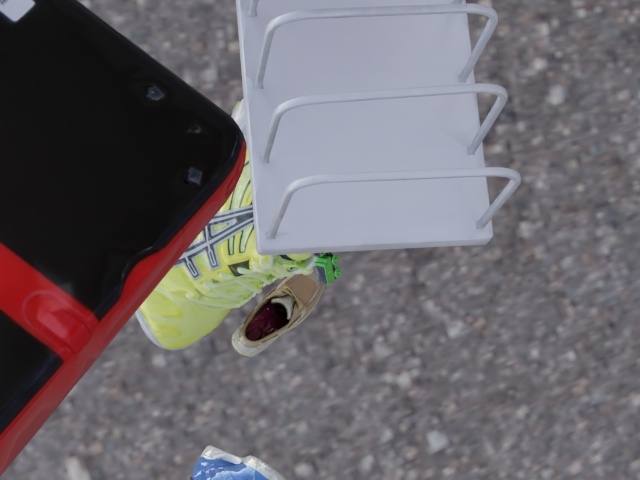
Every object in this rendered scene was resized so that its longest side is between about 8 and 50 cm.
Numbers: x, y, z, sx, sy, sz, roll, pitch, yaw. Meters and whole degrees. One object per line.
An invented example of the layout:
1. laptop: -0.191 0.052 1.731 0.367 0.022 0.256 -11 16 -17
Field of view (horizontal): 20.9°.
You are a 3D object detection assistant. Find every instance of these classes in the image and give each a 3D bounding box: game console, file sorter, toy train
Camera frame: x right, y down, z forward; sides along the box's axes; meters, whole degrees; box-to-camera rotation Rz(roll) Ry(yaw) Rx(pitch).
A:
1. game console: -0.274 -0.046 0.854 0.386 0.342 0.060 37 148 1
2. file sorter: 0.042 -0.147 1.364 0.173 0.193 0.277 118 148 -73
3. toy train: 0.000 0.000 1.494 0.017 0.024 0.083 9 122 38

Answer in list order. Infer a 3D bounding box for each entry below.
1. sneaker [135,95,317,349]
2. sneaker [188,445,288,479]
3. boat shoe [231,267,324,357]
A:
1. sneaker: -0.083 -0.005 1.796 0.384 0.145 0.147 -55 44 36
2. sneaker: -0.106 0.297 2.052 0.152 0.058 0.084 9 60 48
3. boat shoe: -0.042 0.078 1.945 0.050 0.135 0.045 43 158 2
